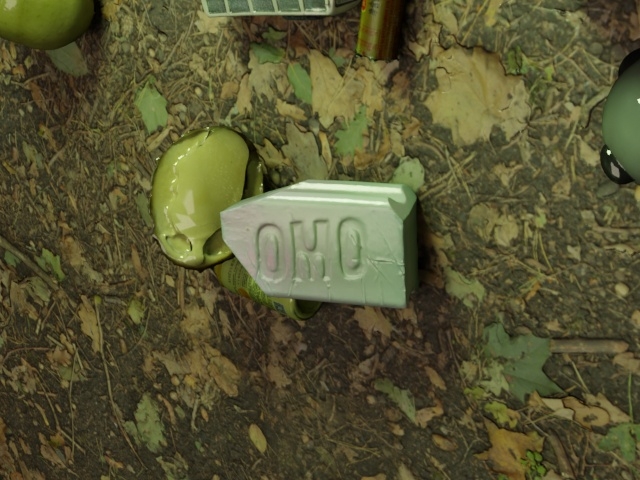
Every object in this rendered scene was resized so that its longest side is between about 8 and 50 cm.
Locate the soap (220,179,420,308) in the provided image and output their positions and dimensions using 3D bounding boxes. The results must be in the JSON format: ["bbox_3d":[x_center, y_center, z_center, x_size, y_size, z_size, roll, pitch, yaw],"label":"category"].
[{"bbox_3d":[0.000,0.000,1.843,0.347,0.115,0.208,4,111,20],"label":"soap"}]

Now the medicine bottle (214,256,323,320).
[{"bbox_3d":[-0.105,0.073,2.055,0.239,0.124,0.124,20,122,37],"label":"medicine bottle"}]

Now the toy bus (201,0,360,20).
[{"bbox_3d":[-0.079,-0.459,1.789,0.342,0.097,0.138,11,119,40],"label":"toy bus"}]

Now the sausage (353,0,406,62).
[{"bbox_3d":[0.114,-0.467,1.620,0.082,0.082,0.372,29,126,31],"label":"sausage"}]

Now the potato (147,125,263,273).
[{"bbox_3d":[-0.232,-0.087,2.026,0.242,0.242,0.285,10,97,40],"label":"potato"}]

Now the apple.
[{"bbox_3d":[-0.612,-0.542,2.165,0.279,0.279,0.279,20,122,36],"label":"apple"}]

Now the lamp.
[{"bbox_3d":[0.496,-0.154,1.340,0.244,0.198,0.198,11,118,22],"label":"lamp"}]
